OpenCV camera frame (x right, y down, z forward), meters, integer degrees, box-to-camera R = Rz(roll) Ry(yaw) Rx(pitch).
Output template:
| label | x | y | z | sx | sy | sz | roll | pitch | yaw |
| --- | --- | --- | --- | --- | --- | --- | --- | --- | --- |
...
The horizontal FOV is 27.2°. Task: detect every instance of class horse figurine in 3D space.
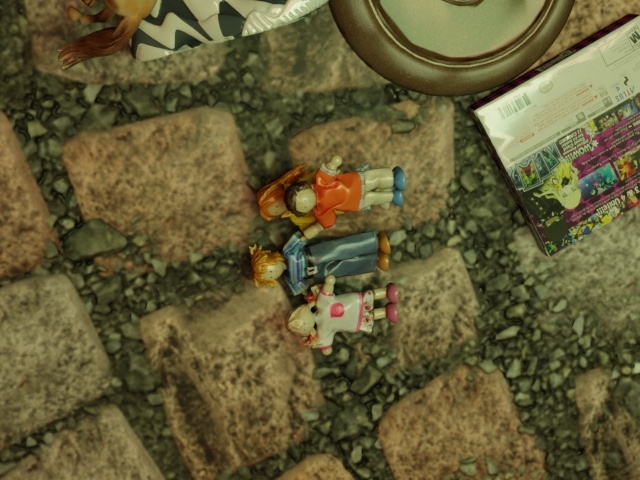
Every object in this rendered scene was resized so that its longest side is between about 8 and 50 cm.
| label | x | y | z | sx | sy | sz | roll | pitch | yaw |
| --- | --- | --- | --- | --- | --- | --- | --- | --- | --- |
| horse figurine | -0.222 | -0.310 | 1.396 | 0.066 | 0.174 | 0.263 | -10 | 107 | -49 |

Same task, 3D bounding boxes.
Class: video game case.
| label | x | y | z | sx | sy | sz | roll | pitch | yaw |
| --- | --- | --- | --- | --- | --- | --- | --- | --- | --- |
| video game case | 0.324 | -0.126 | 1.592 | 0.232 | 0.042 | 0.210 | -31 | 106 | -1 |

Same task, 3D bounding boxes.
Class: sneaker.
| label | x | y | z | sx | sy | sz | roll | pitch | yaw |
| --- | --- | --- | --- | --- | --- | --- | --- | --- | --- |
| sneaker | -0.115 | -0.292 | 1.433 | 0.235 | 0.094 | 0.153 | -10 | 102 | 24 |

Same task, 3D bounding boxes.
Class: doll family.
| label | x | y | z | sx | sy | sz | roll | pitch | yaw |
| --- | --- | --- | --- | --- | --- | --- | --- | --- | --- |
| doll family | 0.000 | 0.000 | 1.546 | 0.163 | 0.118 | 0.263 | -8 | 122 | -14 |

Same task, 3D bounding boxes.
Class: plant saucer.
| label | x | y | z | sx | sy | sz | roll | pitch | yaw |
| --- | --- | --- | --- | --- | --- | --- | --- | --- | --- |
| plant saucer | 0.159 | -0.317 | 1.518 | 0.311 | 0.050 | 0.310 | -2 | 104 | -8 |
